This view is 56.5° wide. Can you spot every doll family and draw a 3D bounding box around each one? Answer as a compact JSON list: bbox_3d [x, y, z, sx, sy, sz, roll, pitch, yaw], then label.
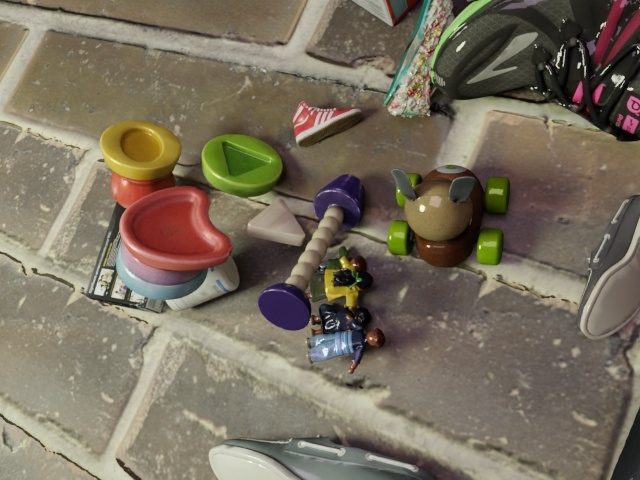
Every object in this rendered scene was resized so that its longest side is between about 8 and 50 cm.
[{"bbox_3d":[0.033,0.094,0.849,0.111,0.076,0.193,-11,73,12],"label":"doll family"}]

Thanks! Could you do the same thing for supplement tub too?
[{"bbox_3d":[-0.189,0.062,0.942,0.107,0.071,0.071,-21,65,12],"label":"supplement tub"}]

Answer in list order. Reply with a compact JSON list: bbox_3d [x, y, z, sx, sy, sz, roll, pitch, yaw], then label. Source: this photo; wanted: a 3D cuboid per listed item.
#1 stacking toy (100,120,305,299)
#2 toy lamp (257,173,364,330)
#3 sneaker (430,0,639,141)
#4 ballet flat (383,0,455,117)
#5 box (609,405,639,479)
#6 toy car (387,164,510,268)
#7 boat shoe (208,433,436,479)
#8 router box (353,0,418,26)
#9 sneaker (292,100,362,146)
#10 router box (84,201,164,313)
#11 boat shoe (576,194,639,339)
[{"bbox_3d":[-0.191,-0.042,0.934,0.280,0.130,0.309,-2,48,-23],"label":"stacking toy"},{"bbox_3d":[0.000,0.000,0.827,0.080,0.080,0.274,3,39,22],"label":"toy lamp"},{"bbox_3d":[0.379,-0.235,0.773,0.483,0.185,0.202,1,67,22],"label":"sneaker"},{"bbox_3d":[0.171,-0.298,0.944,0.077,0.091,0.241,22,83,-5],"label":"ballet flat"},{"bbox_3d":[0.437,0.232,0.528,0.296,0.182,0.294,25,56,26],"label":"box"},{"bbox_3d":[0.159,-0.055,0.786,0.155,0.188,0.149,6,73,22],"label":"toy car"},{"bbox_3d":[0.000,0.314,0.782,0.320,0.099,0.116,4,117,29],"label":"boat shoe"},{"bbox_3d":[0.110,-0.583,1.058,0.301,0.082,0.335,-46,62,0],"label":"router box"},{"bbox_3d":[0.007,-0.207,0.982,0.118,0.042,0.067,-22,68,15],"label":"sneaker"},{"bbox_3d":[-0.311,0.025,1.015,0.133,0.046,0.178,7,73,23],"label":"router box"},{"bbox_3d":[0.379,0.030,0.757,0.206,0.075,0.065,-60,20,-1],"label":"boat shoe"}]
